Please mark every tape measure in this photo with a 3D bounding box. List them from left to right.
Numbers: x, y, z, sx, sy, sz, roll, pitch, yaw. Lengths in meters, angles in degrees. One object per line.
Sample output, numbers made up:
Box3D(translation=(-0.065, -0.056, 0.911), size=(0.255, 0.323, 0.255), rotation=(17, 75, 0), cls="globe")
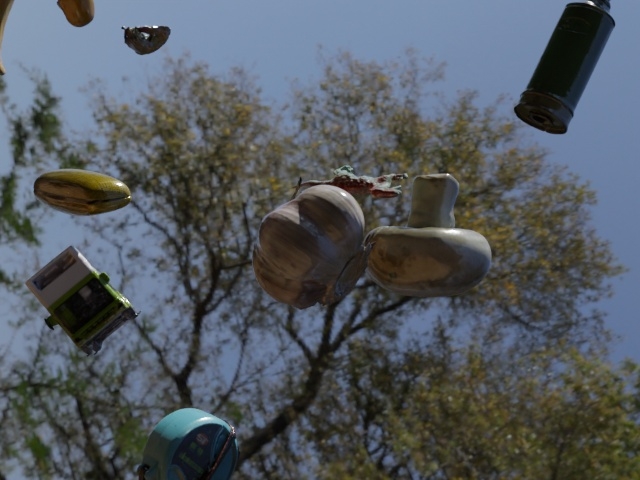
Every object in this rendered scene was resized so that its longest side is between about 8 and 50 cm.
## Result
Box3D(translation=(-0.172, 0.290, 1.117), size=(0.081, 0.146, 0.125), rotation=(10, -35, 45), cls="tape measure")

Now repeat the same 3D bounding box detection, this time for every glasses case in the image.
Box3D(translation=(-0.366, -0.074, 1.277), size=(0.234, 0.079, 0.064), rotation=(11, -72, 51), cls="glasses case")

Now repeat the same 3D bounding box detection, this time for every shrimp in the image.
Box3D(translation=(-0.415, -0.483, 2.001), size=(0.101, 0.190, 0.042), rotation=(-37, -96, 13), cls="shrimp")

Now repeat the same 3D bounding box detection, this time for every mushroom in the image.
Box3D(translation=(0.194, -0.009, 1.557), size=(0.243, 0.243, 0.244), rotation=(22, -62, 50), cls="mushroom")

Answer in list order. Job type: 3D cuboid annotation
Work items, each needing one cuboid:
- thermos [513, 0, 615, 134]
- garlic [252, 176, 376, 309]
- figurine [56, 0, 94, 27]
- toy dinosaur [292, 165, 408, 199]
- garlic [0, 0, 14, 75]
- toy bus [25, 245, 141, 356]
Box3D(translation=(0.322, -0.231, 1.075), size=(0.188, 0.083, 0.073), rotation=(-63, -161, -4), cls="thermos")
Box3D(translation=(0.000, 0.000, 1.434), size=(0.257, 0.207, 0.207), rotation=(-79, 177, -62), cls="garlic")
Box3D(translation=(-0.413, -0.447, 1.470), size=(0.122, 0.121, 0.176), rotation=(30, -42, 18), cls="figurine")
Box3D(translation=(0.045, -0.098, 1.529), size=(0.242, 0.167, 0.053), rotation=(2, -75, 21), cls="toy dinosaur")
Box3D(translation=(-0.227, -0.236, 0.577), size=(0.164, 0.145, 0.245), rotation=(41, -76, -11), cls="garlic")
Box3D(translation=(-0.373, 0.100, 1.355), size=(0.139, 0.113, 0.301), rotation=(50, -12, -2), cls="toy bus")
